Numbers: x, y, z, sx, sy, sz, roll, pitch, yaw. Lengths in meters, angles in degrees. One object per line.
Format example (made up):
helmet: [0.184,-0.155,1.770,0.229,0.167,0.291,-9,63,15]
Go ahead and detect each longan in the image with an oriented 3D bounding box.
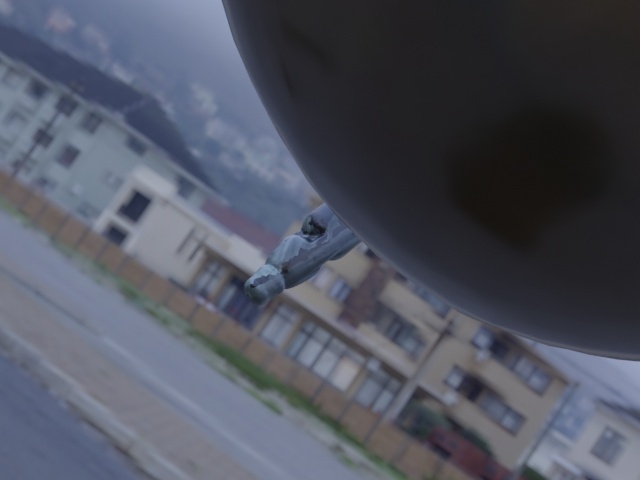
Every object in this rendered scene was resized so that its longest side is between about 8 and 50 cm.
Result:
longan: [0.117,-0.144,0.470,0.361,0.361,0.361,34,-5,3]

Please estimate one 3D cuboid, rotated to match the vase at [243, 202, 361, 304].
vase: [0.000,0.000,1.653,0.060,0.211,0.060,37,-30,26]
